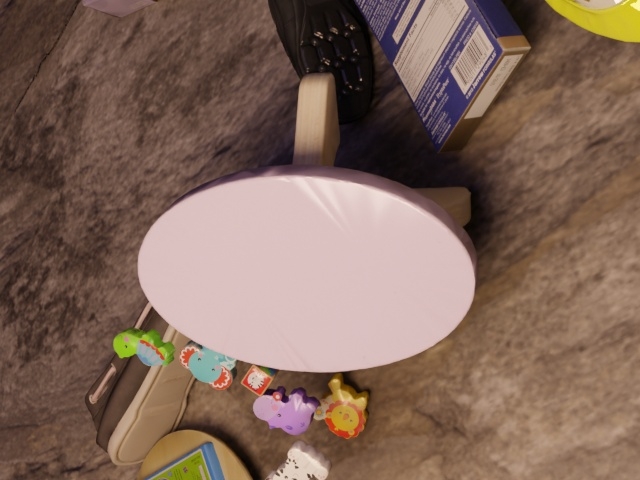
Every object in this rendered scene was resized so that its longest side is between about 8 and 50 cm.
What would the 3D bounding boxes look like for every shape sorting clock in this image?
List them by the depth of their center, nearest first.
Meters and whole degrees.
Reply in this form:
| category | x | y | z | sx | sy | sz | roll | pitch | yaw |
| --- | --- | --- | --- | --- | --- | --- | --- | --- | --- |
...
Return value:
| category | x | y | z | sx | sy | sz | roll | pitch | yaw |
| --- | --- | --- | --- | --- | --- | --- | --- | --- | --- |
| shape sorting clock | -0.126 | 0.299 | 1.152 | 0.206 | 0.040 | 0.206 | -2 | 86 | 39 |

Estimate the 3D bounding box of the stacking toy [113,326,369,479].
| category | x | y | z | sx | sy | sz | roll | pitch | yaw |
| --- | --- | --- | --- | --- | --- | --- | --- | --- | --- |
| stacking toy | -0.065 | 0.126 | 0.981 | 0.221 | 0.167 | 0.052 | 36 | 109 | 4 |

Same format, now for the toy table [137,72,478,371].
| category | x | y | z | sx | sy | sz | roll | pitch | yaw |
| --- | --- | --- | --- | --- | --- | --- | --- | --- | --- |
| toy table | 0.000 | 0.000 | 0.955 | 0.274 | 0.161 | 0.252 | 10 | 116 | 8 |

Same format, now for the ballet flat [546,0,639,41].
| category | x | y | z | sx | sy | sz | roll | pitch | yaw |
| --- | --- | --- | --- | --- | --- | --- | --- | --- | --- |
| ballet flat | 0.202 | -0.227 | 0.916 | 0.231 | 0.077 | 0.077 | 38 | 105 | 37 |

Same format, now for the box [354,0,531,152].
| category | x | y | z | sx | sy | sz | roll | pitch | yaw |
| --- | --- | --- | --- | --- | --- | --- | --- | --- | --- |
| box | 0.095 | -0.208 | 0.999 | 0.225 | 0.036 | 0.136 | 64 | 148 | 25 |

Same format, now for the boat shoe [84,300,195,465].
| category | x | y | z | sx | sy | sz | roll | pitch | yaw |
| --- | --- | --- | --- | --- | --- | --- | --- | --- | --- |
| boat shoe | -0.156 | 0.091 | 1.161 | 0.095 | 0.112 | 0.335 | 47 | 117 | 29 |

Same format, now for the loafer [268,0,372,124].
| category | x | y | z | sx | sy | sz | roll | pitch | yaw |
| --- | --- | --- | --- | --- | --- | --- | --- | --- | --- |
| loafer | -0.006 | -0.215 | 1.105 | 0.078 | 0.076 | 0.223 | 120 | 132 | -74 |

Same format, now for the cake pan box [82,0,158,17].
| category | x | y | z | sx | sy | sz | roll | pitch | yaw |
| --- | --- | --- | --- | --- | --- | --- | --- | --- | --- |
| cake pan box | -0.176 | -0.405 | 1.273 | 0.245 | 0.070 | 0.267 | -10 | 78 | 42 |
